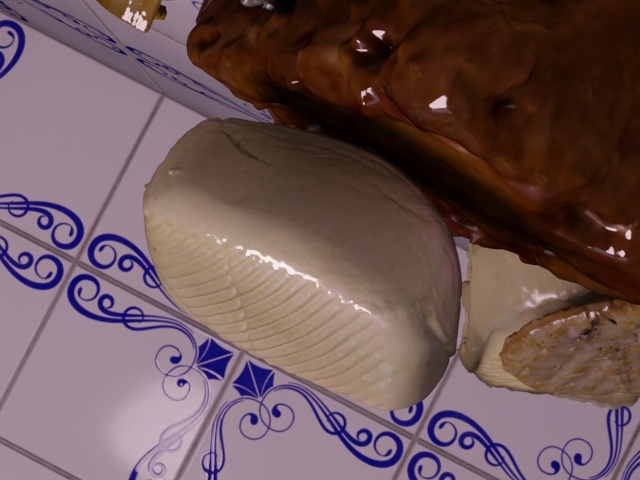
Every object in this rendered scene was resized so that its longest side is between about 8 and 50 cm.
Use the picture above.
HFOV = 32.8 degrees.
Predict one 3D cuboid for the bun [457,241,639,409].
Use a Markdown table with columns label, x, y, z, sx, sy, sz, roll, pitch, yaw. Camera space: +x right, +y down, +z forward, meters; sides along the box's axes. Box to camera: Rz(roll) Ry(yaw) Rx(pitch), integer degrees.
| label | x | y | z | sx | sy | sz | roll | pitch | yaw |
| --- | --- | --- | --- | --- | --- | --- | --- | --- | --- |
| bun | 0.303 | 0.036 | 1.101 | 0.364 | 0.202 | 0.364 | 2 | 158 | 1 |

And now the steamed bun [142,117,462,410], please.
| label | x | y | z | sx | sy | sz | roll | pitch | yaw |
| --- | --- | --- | --- | --- | --- | --- | --- | --- | --- |
| steamed bun | 0.000 | 0.000 | 0.769 | 0.238 | 0.153 | 0.170 | 22 | 150 | 20 |

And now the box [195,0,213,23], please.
| label | x | y | z | sx | sy | sz | roll | pitch | yaw |
| --- | --- | --- | --- | --- | --- | --- | --- | --- | --- |
| box | -0.098 | -0.262 | 1.215 | 0.063 | 0.060 | 0.084 | 20 | 179 | -15 |

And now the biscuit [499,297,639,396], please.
| label | x | y | z | sx | sy | sz | roll | pitch | yaw |
| --- | --- | --- | --- | --- | --- | --- | --- | --- | --- |
| biscuit | 0.264 | 0.094 | 0.943 | 0.219 | 0.033 | 0.220 | -1 | 153 | 0 |

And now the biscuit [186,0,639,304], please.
| label | x | y | z | sx | sy | sz | roll | pitch | yaw |
| --- | --- | --- | --- | --- | --- | --- | --- | --- | --- |
| biscuit | 0.117 | -0.102 | 0.829 | 0.342 | 0.166 | 0.395 | 35 | 174 | -33 |

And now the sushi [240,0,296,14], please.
| label | x | y | z | sx | sy | sz | roll | pitch | yaw |
| --- | --- | --- | --- | --- | --- | --- | --- | --- | --- |
| sushi | -0.070 | -0.229 | 0.707 | 0.136 | 0.126 | 0.225 | 29 | 179 | -36 |

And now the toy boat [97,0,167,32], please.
| label | x | y | z | sx | sy | sz | roll | pitch | yaw |
| --- | --- | --- | --- | --- | --- | --- | --- | --- | --- |
| toy boat | -0.139 | -0.238 | 0.877 | 0.088 | 0.068 | 0.226 | 16 | -145 | -23 |
